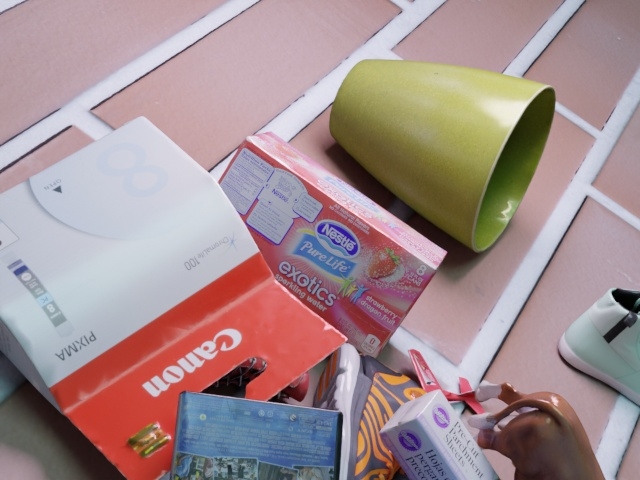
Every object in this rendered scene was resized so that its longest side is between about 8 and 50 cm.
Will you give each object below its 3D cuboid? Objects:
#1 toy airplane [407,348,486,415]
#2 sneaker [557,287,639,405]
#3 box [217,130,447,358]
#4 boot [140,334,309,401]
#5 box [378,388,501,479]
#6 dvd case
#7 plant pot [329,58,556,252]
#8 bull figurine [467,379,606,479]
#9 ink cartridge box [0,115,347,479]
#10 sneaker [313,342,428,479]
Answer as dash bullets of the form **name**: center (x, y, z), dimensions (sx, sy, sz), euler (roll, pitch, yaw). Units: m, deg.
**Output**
- **toy airplane**: center (0.169, 0.206, 1.671), dimensions (0.151, 0.028, 0.151), euler (20, 39, -17)
- **sneaker**: center (0.498, 0.163, 1.849), dimensions (0.256, 0.151, 0.094), euler (25, 35, -11)
- **box**: center (0.000, 0.000, 1.656), dimensions (0.300, 0.154, 0.142), euler (34, 14, 5)
- **boot**: center (-0.107, 0.156, 1.492), dimensions (0.176, 0.088, 0.244), euler (39, 35, 5)
- **box**: center (0.188, 0.322, 1.419), dimensions (0.324, 0.063, 0.067), euler (56, 40, -5)
- **dvd case**: center (-0.070, 0.290, 1.291), dimensions (0.180, 0.022, 0.253), euler (10, 71, -16)
- **plant pot**: center (0.171, -0.164, 1.940), dimensions (0.293, 0.275, 0.275), euler (25, 34, 19)
- **bull figurine**: center (0.272, 0.299, 1.459), dimensions (0.101, 0.310, 0.188), euler (-34, 25, -32)
- **ink cartridge box**: center (-0.205, 0.053, 1.407), dimensions (0.308, 0.091, 0.385), euler (-33, 57, -29)
- **sneaker**: center (0.082, 0.257, 1.470), dimensions (0.180, 0.125, 0.321), euler (23, 37, -9)
